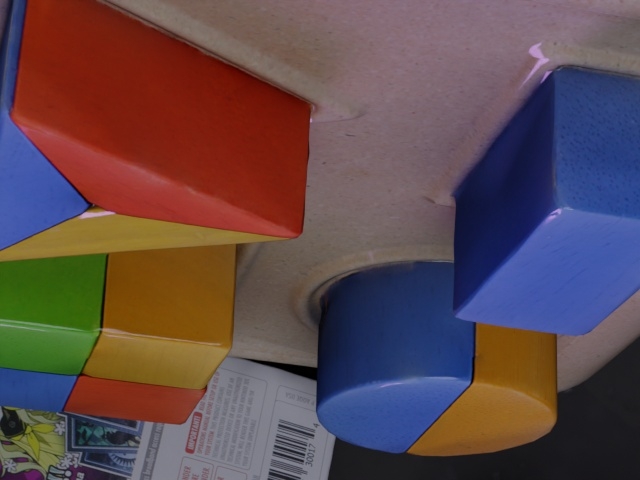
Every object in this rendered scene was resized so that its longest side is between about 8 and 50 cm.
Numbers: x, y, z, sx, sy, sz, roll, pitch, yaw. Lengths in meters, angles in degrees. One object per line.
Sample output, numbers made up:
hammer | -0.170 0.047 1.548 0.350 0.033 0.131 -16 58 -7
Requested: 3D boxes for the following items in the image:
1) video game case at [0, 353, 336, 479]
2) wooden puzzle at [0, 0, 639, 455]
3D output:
video game case | -0.110 0.136 0.727 0.210 0.232 0.042 16 148 -9
wooden puzzle | 0.000 0.000 0.623 0.348 0.322 0.080 4 66 -14
